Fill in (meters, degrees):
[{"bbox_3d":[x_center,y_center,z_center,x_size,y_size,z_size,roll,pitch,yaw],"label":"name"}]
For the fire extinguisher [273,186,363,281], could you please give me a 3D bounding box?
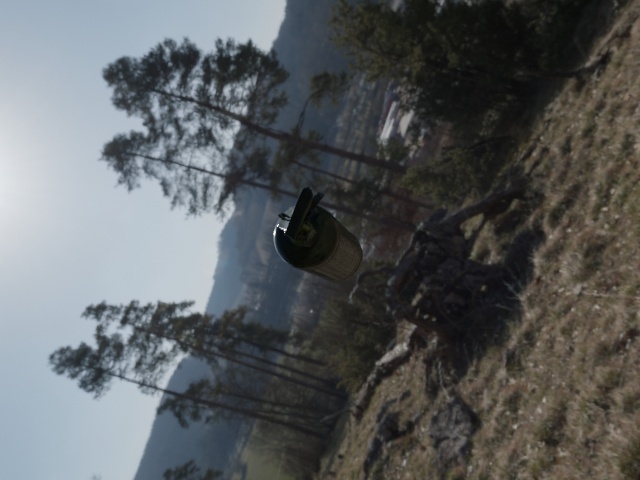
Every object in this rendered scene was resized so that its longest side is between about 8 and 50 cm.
[{"bbox_3d":[0.000,0.000,0.800,0.114,0.095,0.311,-58,-16,1],"label":"fire extinguisher"}]
